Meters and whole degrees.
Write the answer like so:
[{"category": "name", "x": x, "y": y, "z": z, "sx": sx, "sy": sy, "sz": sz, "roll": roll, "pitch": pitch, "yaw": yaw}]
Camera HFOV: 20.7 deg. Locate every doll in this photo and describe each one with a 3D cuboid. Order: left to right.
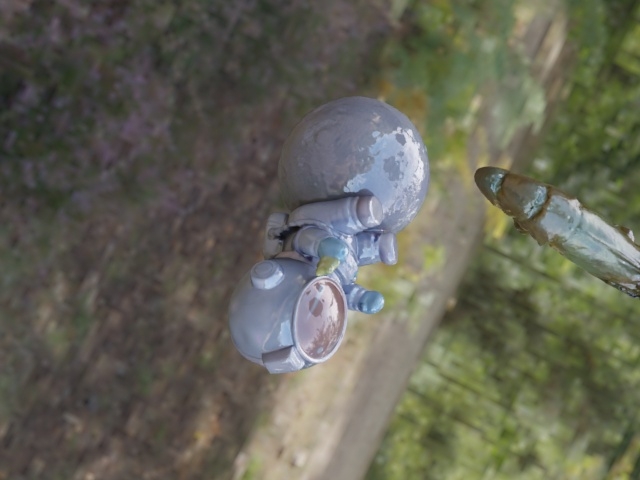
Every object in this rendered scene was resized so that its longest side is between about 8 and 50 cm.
[{"category": "doll", "x": 0.000, "y": 0.000, "z": 1.599, "sx": 0.151, "sy": 0.151, "sz": 0.287, "roll": 105, "pitch": 9, "yaw": -58}]

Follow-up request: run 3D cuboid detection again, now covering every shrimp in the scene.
[{"category": "shrimp", "x": 0.271, "y": 0.000, "z": 1.822, "sx": 0.061, "sy": 0.267, "sz": 0.145, "roll": -63, "pitch": -171, "yaw": -4}]
